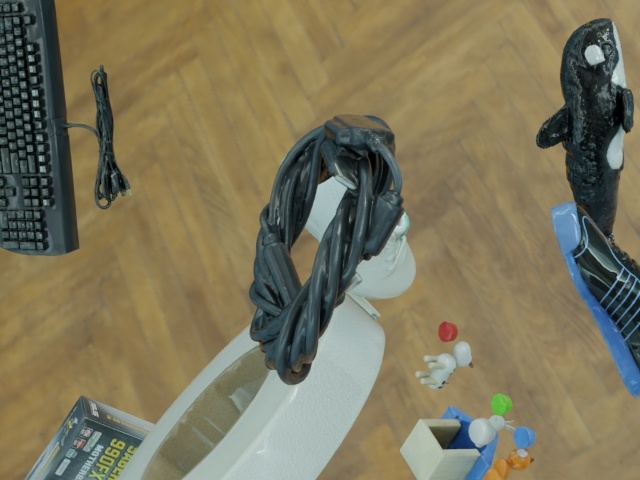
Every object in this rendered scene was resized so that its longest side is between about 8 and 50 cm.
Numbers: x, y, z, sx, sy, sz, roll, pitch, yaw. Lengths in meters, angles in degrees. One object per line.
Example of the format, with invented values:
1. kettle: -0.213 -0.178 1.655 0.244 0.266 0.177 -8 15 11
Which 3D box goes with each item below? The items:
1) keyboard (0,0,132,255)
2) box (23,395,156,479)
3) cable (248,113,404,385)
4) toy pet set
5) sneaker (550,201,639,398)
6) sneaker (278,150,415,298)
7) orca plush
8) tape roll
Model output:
1. keyboard: -0.332 -0.138 1.578 0.201 0.033 0.317 -1 102 17
2. box: -0.301 0.340 1.762 0.231 0.183 0.056 -54 29 15
3. cable: 0.000 0.000 0.733 0.184 0.047 0.150 -137 64 -73
4. toy pet set: 0.118 0.138 0.949 0.114 0.065 0.122 -61 41 29
5. sneaker: 0.324 0.052 1.372 0.090 0.081 0.232 -25 102 16
6. sneaker: 0.049 -0.008 1.192 0.094 0.212 0.080 1 61 35
7. orca plush: 0.304 -0.122 1.584 0.102 0.287 0.151 -5 31 -8
8. tape roll: -0.090 0.203 1.325 0.392 0.072 0.392 -46 12 12
